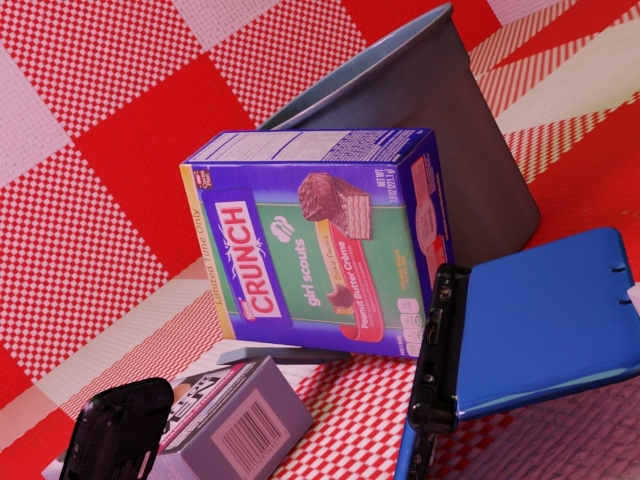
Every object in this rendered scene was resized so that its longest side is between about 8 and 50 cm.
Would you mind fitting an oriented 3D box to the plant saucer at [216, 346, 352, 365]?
[{"bbox_3d":[-0.047,0.158,1.269,0.192,0.018,0.067,7,-19,-40],"label":"plant saucer"}]

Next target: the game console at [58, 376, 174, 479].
[{"bbox_3d":[-0.220,0.282,0.929,0.213,0.044,0.361,-18,-44,-55],"label":"game console"}]

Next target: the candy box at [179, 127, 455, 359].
[{"bbox_3d":[0.000,0.000,1.194,0.317,0.268,0.122,3,28,31],"label":"candy box"}]

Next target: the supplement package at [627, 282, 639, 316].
[{"bbox_3d":[0.337,0.066,0.584,0.139,0.134,0.244,-32,11,-8],"label":"supplement package"}]

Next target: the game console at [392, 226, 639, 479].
[{"bbox_3d":[0.172,0.133,0.852,0.173,0.250,0.293,12,24,8],"label":"game console"}]

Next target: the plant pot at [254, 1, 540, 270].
[{"bbox_3d":[0.129,-0.108,1.354,0.341,0.334,0.341,-32,12,8],"label":"plant pot"}]

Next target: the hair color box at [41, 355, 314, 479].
[{"bbox_3d":[-0.201,0.279,1.247,0.374,0.114,0.185,-22,17,47],"label":"hair color box"}]
